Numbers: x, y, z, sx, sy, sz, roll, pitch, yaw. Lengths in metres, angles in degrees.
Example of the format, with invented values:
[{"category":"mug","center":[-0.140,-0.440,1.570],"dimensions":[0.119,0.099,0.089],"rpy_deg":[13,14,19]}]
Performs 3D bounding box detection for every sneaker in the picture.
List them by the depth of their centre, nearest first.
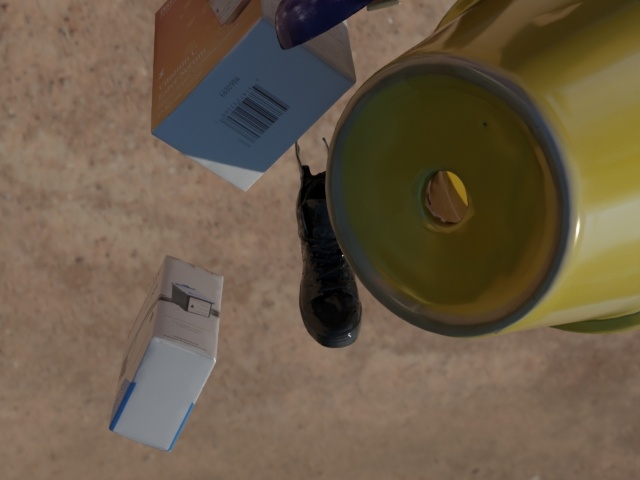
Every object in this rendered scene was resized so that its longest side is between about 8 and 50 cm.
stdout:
[{"category":"sneaker","center":[0.003,0.000,1.104],"dimensions":[0.051,0.170,0.089],"rpy_deg":[-6,134,0]}]

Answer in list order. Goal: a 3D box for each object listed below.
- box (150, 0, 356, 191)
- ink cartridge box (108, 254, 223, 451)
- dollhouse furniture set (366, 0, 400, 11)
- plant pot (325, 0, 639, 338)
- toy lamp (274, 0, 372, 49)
[{"category":"box","center":[-0.055,-0.148,1.019],"dimensions":[0.091,0.170,0.130],"rpy_deg":[31,120,-28]},{"category":"ink cartridge box","center":[-0.176,0.127,1.552],"dimensions":[0.082,0.190,0.139],"rpy_deg":[21,115,-14]},{"category":"dollhouse furniture set","center":[0.060,-0.419,1.563],"dimensions":[0.259,0.135,0.262],"rpy_deg":[-11,120,7]},{"category":"plant pot","center":[0.135,-0.050,0.831],"dimensions":[0.239,0.254,0.254],"rpy_deg":[-21,148,-50]},{"category":"toy lamp","center":[-0.062,-0.248,0.789],"dimensions":[0.080,0.080,0.274],"rpy_deg":[-29,103,4]}]
